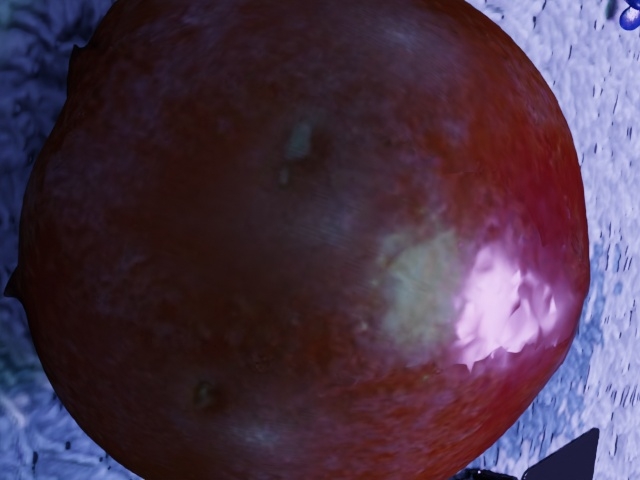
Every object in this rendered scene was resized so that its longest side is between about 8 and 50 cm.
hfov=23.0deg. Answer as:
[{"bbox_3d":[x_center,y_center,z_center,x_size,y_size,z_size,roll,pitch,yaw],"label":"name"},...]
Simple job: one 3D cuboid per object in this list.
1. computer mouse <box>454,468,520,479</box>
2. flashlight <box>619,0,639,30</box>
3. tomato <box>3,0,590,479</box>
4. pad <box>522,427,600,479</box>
[{"bbox_3d":[0.132,0.233,1.104,0.241,0.146,0.077,16,111,-50],"label":"computer mouse"},{"bbox_3d":[0.210,-0.198,1.059,0.057,0.035,0.121,-34,133,-3],"label":"flashlight"},{"bbox_3d":[0.000,0.000,0.717,0.265,0.265,0.265,-27,128,-42],"label":"tomato"},{"bbox_3d":[0.188,0.236,1.277,0.112,0.003,0.157,-21,123,-44],"label":"pad"}]
